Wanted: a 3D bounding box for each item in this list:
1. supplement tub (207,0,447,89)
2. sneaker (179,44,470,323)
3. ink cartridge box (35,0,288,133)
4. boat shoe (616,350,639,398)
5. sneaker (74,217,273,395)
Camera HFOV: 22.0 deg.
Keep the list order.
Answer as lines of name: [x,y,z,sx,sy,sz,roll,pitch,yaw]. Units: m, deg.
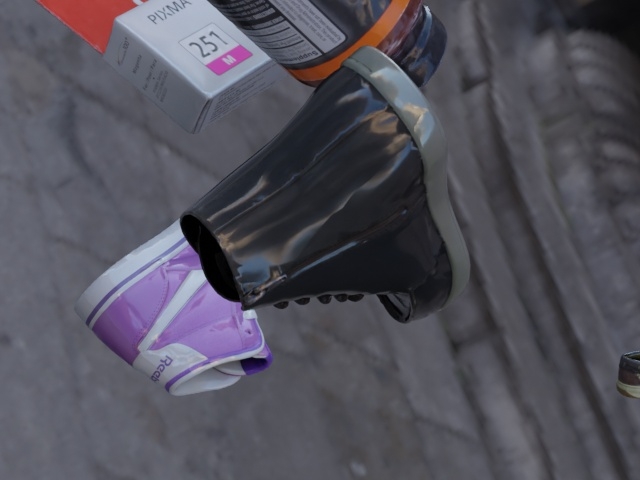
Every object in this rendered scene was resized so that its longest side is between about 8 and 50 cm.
supplement tub: [-0.011,-0.159,0.952,0.198,0.106,0.106,39,28,-36]
sneaker: [0.000,0.000,0.797,0.083,0.118,0.222,49,-10,26]
ink cartridge box: [-0.120,-0.248,1.651,0.239,0.060,0.275,41,46,12]
boat shoe: [0.391,0.133,1.755,0.056,0.152,0.049,-119,-158,-60]
sneaker: [-0.087,0.048,1.551,0.161,0.102,0.282,42,48,7]
